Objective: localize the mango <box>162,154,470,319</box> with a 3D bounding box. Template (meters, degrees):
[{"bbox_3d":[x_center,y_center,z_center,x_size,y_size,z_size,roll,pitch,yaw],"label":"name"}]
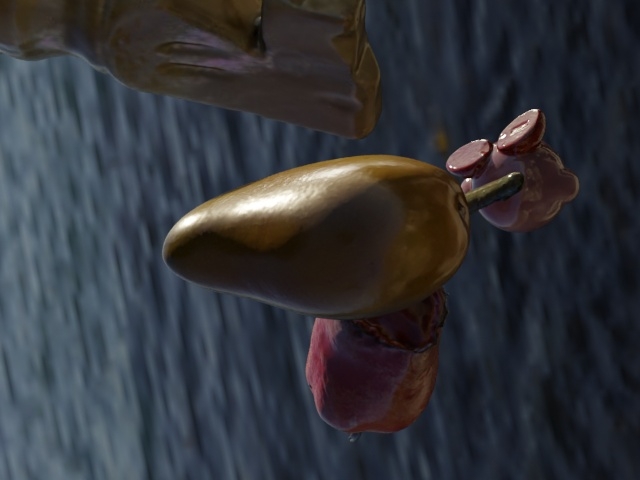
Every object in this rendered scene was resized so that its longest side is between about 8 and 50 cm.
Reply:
[{"bbox_3d":[0.000,0.000,1.092,0.184,0.102,0.085,-7,114,36],"label":"mango"}]

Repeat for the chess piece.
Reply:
[{"bbox_3d":[-0.100,-0.150,1.338,0.137,0.301,0.137,17,-90,-80],"label":"chess piece"}]

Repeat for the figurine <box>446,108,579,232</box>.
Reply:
[{"bbox_3d":[0.134,-0.039,1.367,0.083,0.067,0.071,-18,123,36],"label":"figurine"}]

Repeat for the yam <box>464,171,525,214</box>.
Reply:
[{"bbox_3d":[0.083,-0.020,1.115,0.107,0.014,0.014,-28,73,56],"label":"yam"}]

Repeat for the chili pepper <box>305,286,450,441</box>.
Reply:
[{"bbox_3d":[0.034,0.085,1.306,0.192,0.084,0.086,101,170,-52],"label":"chili pepper"}]
